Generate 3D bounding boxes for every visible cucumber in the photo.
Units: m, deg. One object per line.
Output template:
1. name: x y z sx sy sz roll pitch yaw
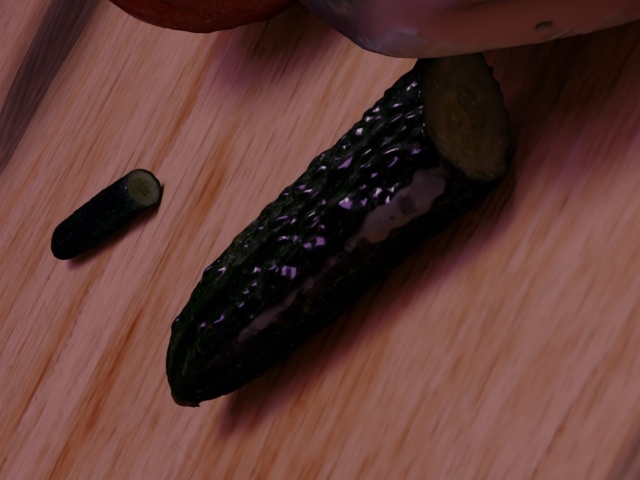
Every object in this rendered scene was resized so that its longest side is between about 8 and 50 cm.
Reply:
1. cucumber: 0.001 0.000 0.780 0.265 0.077 0.077 -41 34 35
2. cucumber: -0.166 -0.015 1.108 0.133 0.032 0.032 -29 42 45

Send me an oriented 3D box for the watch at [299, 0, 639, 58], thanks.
1. watch: 0.064 -0.216 0.663 0.253 0.161 0.241 -135 34 -60

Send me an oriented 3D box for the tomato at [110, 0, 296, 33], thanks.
1. tomato: -0.063 -0.243 0.985 0.232 0.188 0.232 -49 15 18
